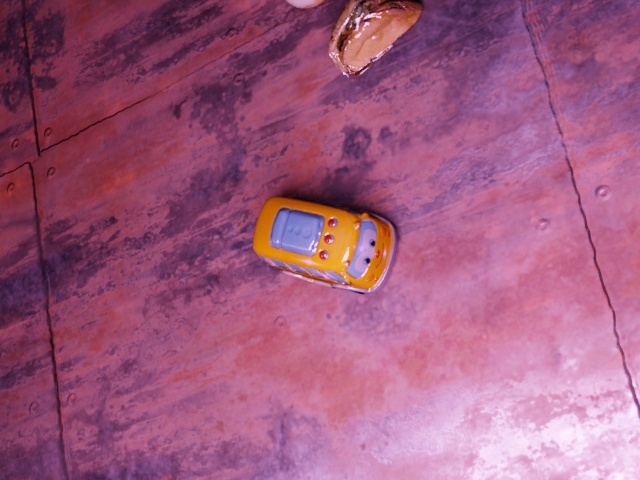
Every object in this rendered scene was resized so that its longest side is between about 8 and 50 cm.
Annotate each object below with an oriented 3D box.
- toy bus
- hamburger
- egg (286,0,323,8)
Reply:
[{"bbox_3d":[0.000,0.000,1.599,0.209,0.136,0.126,14,84,33],"label":"toy bus"},{"bbox_3d":[0.069,-0.353,1.676,0.176,0.102,0.087,-40,47,17],"label":"hamburger"},{"bbox_3d":[-0.022,-0.426,1.770,0.083,0.071,0.071,-2,76,30],"label":"egg"}]
